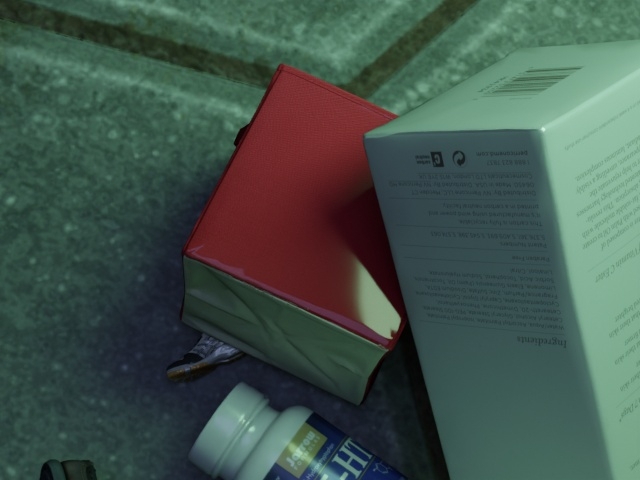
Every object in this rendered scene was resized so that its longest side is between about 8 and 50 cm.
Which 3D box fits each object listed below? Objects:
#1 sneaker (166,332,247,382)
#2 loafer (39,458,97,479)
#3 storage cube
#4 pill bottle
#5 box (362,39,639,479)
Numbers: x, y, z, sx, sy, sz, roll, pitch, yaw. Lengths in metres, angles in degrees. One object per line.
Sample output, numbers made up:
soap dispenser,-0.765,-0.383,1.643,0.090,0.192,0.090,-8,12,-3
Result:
sneaker,-0.105,0.100,1.258,0.083,0.032,0.037,-22,71,-17
loafer,-0.171,0.329,1.168,0.095,0.109,0.302,-7,82,-23
storage cube,0.000,0.000,1.196,0.215,0.183,0.193,24,68,3
pill bottle,-0.015,0.208,1.189,0.187,0.112,0.112,34,77,6
box,0.198,0.039,1.097,0.215,0.168,0.345,-31,113,-41
